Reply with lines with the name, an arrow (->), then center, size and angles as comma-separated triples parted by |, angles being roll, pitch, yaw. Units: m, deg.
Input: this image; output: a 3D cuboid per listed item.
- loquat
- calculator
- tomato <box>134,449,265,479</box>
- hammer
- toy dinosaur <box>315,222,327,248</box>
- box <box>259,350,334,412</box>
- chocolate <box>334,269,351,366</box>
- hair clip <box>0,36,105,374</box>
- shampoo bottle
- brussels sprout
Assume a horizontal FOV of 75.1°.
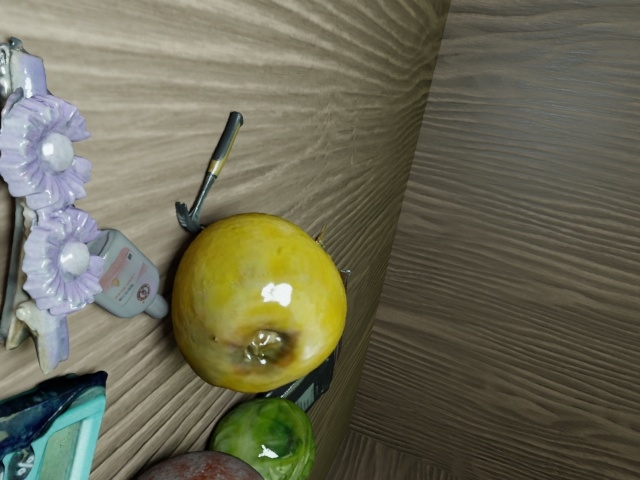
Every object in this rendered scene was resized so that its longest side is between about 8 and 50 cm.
loquat -> -0.091, 0.090, 0.644 | 0.275, 0.275, 0.275 | 17, 90, -72
calculator -> -0.338, 0.277, 0.400 | 0.274, 0.058, 0.248 | 0, 105, -71
tomato -> -0.201, 0.501, 0.646 | 0.316, 0.282, 0.317 | 16, 90, -76
hammer -> -0.164, -0.108, 0.634 | 0.078, 0.021, 0.201 | 49, 59, -70
toy dinosaur -> 0.000, 0.003, 1.219 | 0.113, 0.026, 0.041 | -57, 142, -19
box -> -0.065, 0.442, 1.204 | 0.289, 0.073, 0.290 | -40, 149, -30
chocolate -> 0.023, 0.245, 1.314 | 0.112, 0.112, 0.321 | -70, 166, -64
hair clip -> -0.252, -0.024, 0.377 | 0.106, 0.084, 0.292 | -76, 174, -75
shampoo bottle -> -0.240, 0.056, 0.523 | 0.165, 0.040, 0.080 | 75, 34, -57
brussels sprout -> -0.137, 0.481, 0.911 | 0.219, 0.210, 0.271 | 49, 46, -42
